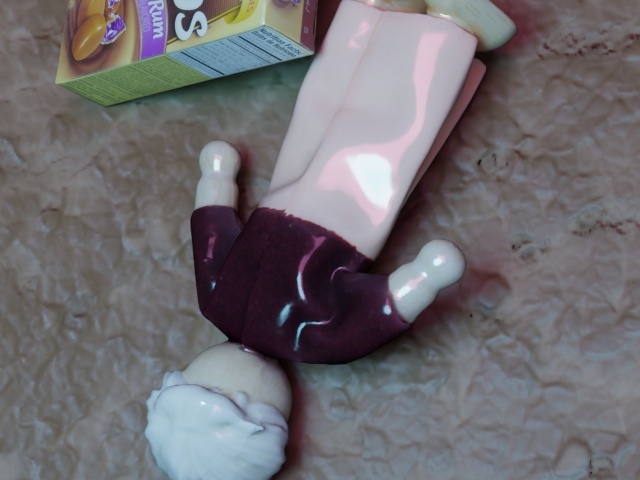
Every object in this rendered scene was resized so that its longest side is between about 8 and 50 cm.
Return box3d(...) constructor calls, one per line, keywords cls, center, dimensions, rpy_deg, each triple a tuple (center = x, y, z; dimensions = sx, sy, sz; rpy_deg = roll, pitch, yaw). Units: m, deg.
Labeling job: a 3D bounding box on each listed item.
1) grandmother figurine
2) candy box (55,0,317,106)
box3d(cls="grandmother figurine", center=(0.000, 0.000, 0.956), dimensions=(0.208, 0.104, 0.342), rpy_deg=(21, 81, 48))
box3d(cls="candy box", center=(-0.085, -0.159, 1.010), dimensions=(0.187, 0.053, 0.109), rpy_deg=(-9, 68, 37))
